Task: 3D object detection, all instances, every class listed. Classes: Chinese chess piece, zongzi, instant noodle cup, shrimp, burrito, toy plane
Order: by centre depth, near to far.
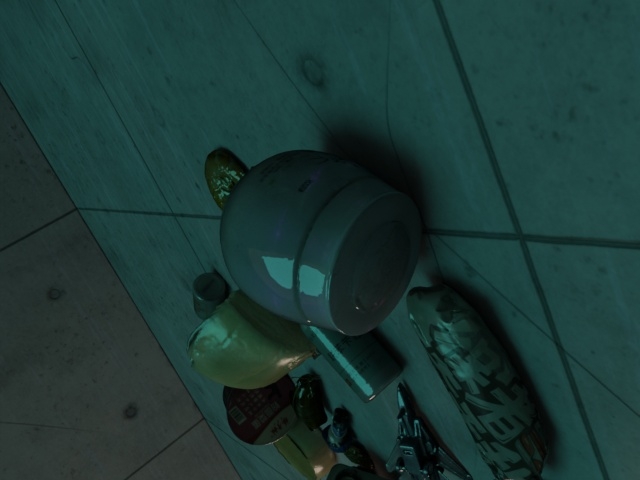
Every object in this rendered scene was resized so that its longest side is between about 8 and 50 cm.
[{"bbox_3d":[0.280,0.266,1.050,0.139,0.101,0.445,-16,106,57],"label":"burrito"},{"bbox_3d":[0.202,0.435,1.386,0.212,0.088,0.267,-6,116,35],"label":"toy plane"},{"bbox_3d":[-0.173,-0.084,1.445,0.287,0.063,0.152,54,142,5],"label":"shrimp"},{"bbox_3d":[-0.060,0.427,1.835,0.184,0.084,0.187,38,144,50],"label":"zongzi"},{"bbox_3d":[-0.201,0.504,2.007,0.234,0.235,0.178,61,163,-13],"label":"instant noodle cup"},{"bbox_3d":[-0.063,0.668,2.082,0.250,0.103,0.249,38,149,28],"label":"Chinese chess piece"}]

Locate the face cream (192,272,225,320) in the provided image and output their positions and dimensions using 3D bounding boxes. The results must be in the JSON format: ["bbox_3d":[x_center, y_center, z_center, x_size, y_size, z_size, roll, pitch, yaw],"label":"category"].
[{"bbox_3d":[-0.353,0.202,2.021,0.101,0.101,0.251,46,152,18],"label":"face cream"}]

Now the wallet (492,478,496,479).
[{"bbox_3d":[0.423,0.546,1.178,0.170,0.069,0.231,11,137,60],"label":"wallet"}]

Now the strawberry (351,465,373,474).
[{"bbox_3d":[0.119,0.716,1.851,0.145,0.086,0.145,34,145,29],"label":"strawberry"}]

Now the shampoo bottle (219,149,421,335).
[{"bbox_3d":[0.000,0.000,1.010,0.266,0.273,0.273,21,139,37],"label":"shampoo bottle"}]

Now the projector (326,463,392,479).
[{"bbox_3d":[0.139,0.726,1.705,0.250,0.108,0.198,12,131,21],"label":"projector"}]

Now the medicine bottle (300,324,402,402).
[{"bbox_3d":[0.021,0.181,1.367,0.352,0.110,0.110,48,153,14],"label":"medicine bottle"}]

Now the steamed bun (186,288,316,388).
[{"bbox_3d":[-0.175,0.226,1.501,0.273,0.272,0.290,48,134,12],"label":"steamed bun"}]

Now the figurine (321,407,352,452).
[{"bbox_3d":[0.052,0.526,1.770,0.087,0.086,0.149,10,131,0],"label":"figurine"}]

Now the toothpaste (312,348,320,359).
[{"bbox_3d":[-0.058,0.211,1.611,0.196,0.047,0.040,49,137,12],"label":"toothpaste"}]

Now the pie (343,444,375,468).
[{"bbox_3d":[0.100,0.619,1.832,0.092,0.034,0.170,47,156,-7],"label":"pie"}]
